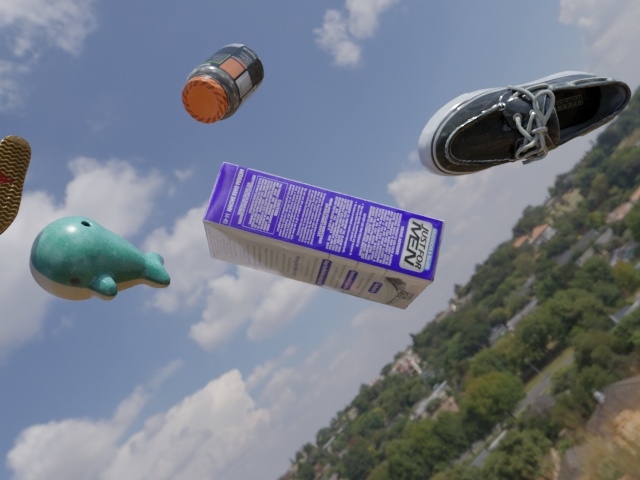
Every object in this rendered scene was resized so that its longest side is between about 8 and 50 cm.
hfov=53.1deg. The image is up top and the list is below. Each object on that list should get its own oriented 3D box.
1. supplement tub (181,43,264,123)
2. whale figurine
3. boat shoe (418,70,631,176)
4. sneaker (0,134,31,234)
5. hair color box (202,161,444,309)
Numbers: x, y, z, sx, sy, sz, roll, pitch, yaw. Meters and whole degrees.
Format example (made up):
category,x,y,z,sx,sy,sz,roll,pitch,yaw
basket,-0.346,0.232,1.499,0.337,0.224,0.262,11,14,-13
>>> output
category,x,y,z,sx,sy,sz,roll,pitch,yaw
supplement tub,-0.199,-0.318,1.308,0.117,0.117,0.190,-57,2,39
whale figurine,-0.434,0.031,1.291,0.272,0.216,0.141,8,-62,-29
boat shoe,0.286,-0.159,0.882,0.306,0.113,0.105,-16,18,-16
sneaker,-0.545,-0.085,1.096,0.084,0.070,0.185,-13,58,57
hair color box,0.000,0.000,0.996,0.185,0.339,0.110,107,179,-71
